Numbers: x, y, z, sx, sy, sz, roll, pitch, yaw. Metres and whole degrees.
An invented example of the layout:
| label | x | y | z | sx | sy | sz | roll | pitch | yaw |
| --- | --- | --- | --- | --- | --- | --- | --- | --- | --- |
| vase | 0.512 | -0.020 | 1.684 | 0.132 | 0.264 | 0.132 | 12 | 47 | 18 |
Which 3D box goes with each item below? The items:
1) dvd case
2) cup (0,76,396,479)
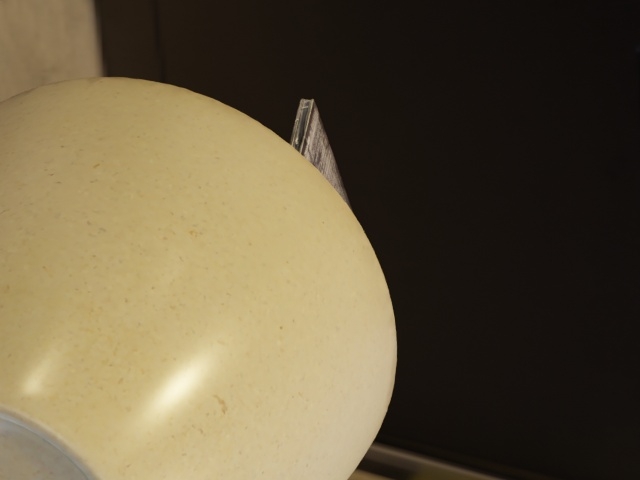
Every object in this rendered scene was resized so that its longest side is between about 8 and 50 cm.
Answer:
| label | x | y | z | sx | sy | sz | roll | pitch | yaw |
| --- | --- | --- | --- | --- | --- | --- | --- | --- | --- |
| dvd case | 0.000 | 0.000 | 1.509 | 0.221 | 0.018 | 0.164 | 69 | 25 | -47 |
| cup | -0.141 | 0.101 | 0.918 | 0.237 | 0.331 | 0.331 | -60 | 136 | -60 |
